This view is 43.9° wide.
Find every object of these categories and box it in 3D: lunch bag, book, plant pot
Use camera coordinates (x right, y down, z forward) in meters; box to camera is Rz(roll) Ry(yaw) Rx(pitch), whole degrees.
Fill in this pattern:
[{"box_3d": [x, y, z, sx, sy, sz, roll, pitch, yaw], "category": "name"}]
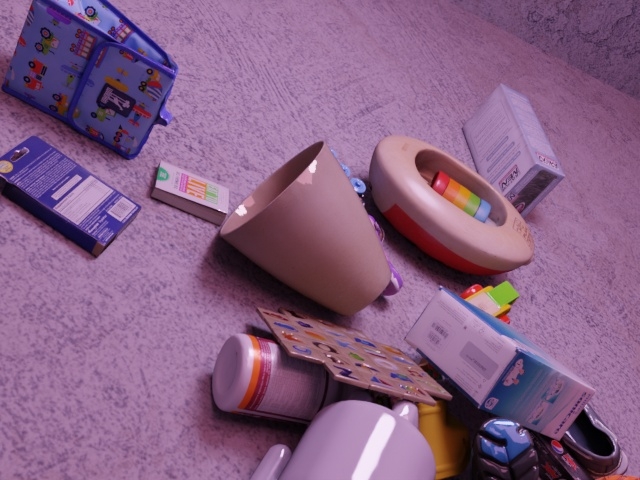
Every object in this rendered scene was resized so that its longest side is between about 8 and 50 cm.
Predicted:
[{"box_3d": [-0.396, -0.299, 1.454, 0.293, 0.221, 0.138, 35, 36, -4], "category": "lunch bag"}, {"box_3d": [-0.248, -0.093, 1.520, 0.144, 0.035, 0.096, 22, 34, -19], "category": "book"}, {"box_3d": [0.000, 0.000, 1.472, 0.274, 0.256, 0.256, 47, 33, -14], "category": "plant pot"}]

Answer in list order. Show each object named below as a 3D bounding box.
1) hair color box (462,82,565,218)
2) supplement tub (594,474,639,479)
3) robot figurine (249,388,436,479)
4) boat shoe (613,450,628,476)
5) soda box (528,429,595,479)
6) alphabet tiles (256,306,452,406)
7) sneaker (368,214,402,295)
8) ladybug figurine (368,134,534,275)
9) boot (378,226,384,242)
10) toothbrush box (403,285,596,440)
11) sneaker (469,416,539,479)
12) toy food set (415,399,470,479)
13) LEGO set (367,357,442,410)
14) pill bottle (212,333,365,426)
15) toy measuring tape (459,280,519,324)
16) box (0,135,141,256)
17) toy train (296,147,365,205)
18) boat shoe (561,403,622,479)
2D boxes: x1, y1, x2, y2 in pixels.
[{"box_3d": [0.537, -0.255, 2.247, 0.114, 0.185, 0.374, 21, 39, -24], "category": "hair color box"}, {"box_3d": [0.514, 0.560, 1.302, 0.194, 0.193, 0.316, 30, 35, -11], "category": "supplement tub"}, {"box_3d": [0.037, 0.363, 1.090, 0.300, 0.199, 0.353, 5, 33, 25], "category": "robot figurine"}, {"box_3d": [0.534, 0.394, 1.622, 0.219, 0.078, 0.070, 50, 4, 29], "category": "boat shoe"}, {"box_3d": [0.451, 0.430, 1.508, 0.169, 0.060, 0.053, 50, 37, 17], "category": "soda box"}, {"box_3d": [0.048, 0.184, 1.311, 0.285, 0.011, 0.342, 18, 6, -20], "category": "alphabet tiles"}, {"box_3d": [0.092, 0.005, 1.619, 0.236, 0.095, 0.104, 48, 53, 7], "category": "sneaker"}, {"box_3d": [0.292, -0.063, 1.837, 0.449, 0.162, 0.305, 36, 35, -1], "category": "ladybug figurine"}, {"box_3d": [0.079, -0.011, 1.706, 0.114, 0.037, 0.106, 23, 39, -12], "category": "boot"}, {"box_3d": [0.331, 0.227, 1.454, 0.296, 0.126, 0.216, 27, 10, -43], "category": "toothbrush box"}, {"box_3d": [0.319, 0.466, 1.291, 0.125, 0.139, 0.340, -3, 68, -2], "category": "sneaker"}, {"box_3d": [0.163, 0.342, 1.340, 0.218, 0.071, 0.128, 7, 66, -45], "category": "toy food set"}, {"box_3d": [0.159, 0.251, 1.415, 0.287, 0.107, 0.132, -1, 51, -42], "category": "LEGO set"}, {"box_3d": [-0.048, 0.226, 1.251, 0.221, 0.121, 0.121, 17, 40, -27], "category": "pill bottle"}, {"box_3d": [0.296, 0.173, 1.640, 0.330, 0.121, 0.121, -23, 66, -39], "category": "toy measuring tape"}, {"box_3d": [-0.430, -0.079, 1.336, 0.225, 0.036, 0.136, 36, 35, -5], "category": "box"}, {"box_3d": [0.017, -0.129, 1.751, 0.184, 0.080, 0.105, 49, 46, 12], "category": "toy train"}, {"box_3d": [0.475, 0.319, 1.571, 0.116, 0.099, 0.319, -32, 59, -6], "category": "boat shoe"}]
